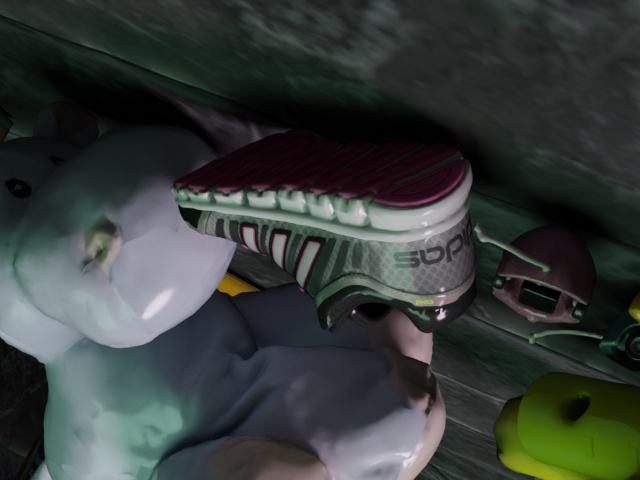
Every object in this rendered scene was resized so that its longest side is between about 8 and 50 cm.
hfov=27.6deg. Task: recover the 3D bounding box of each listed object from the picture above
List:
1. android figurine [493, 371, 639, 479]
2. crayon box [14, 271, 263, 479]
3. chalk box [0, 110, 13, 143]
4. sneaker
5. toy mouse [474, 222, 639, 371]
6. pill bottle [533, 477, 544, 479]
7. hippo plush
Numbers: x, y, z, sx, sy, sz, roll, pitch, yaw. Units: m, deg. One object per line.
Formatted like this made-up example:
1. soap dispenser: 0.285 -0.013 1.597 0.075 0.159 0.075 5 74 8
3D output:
1. android figurine: 0.204 0.131 0.583 0.248 0.056 0.273 38 165 -30
2. crayon box: -0.183 0.176 1.152 0.106 0.313 0.363 26 169 -14
3. chalk box: -0.290 -0.063 0.800 0.213 0.132 0.132 22 167 19
4. sneaker: 0.000 0.000 0.535 0.170 0.063 0.075 8 123 48
5. toy mouse: 0.120 0.027 0.518 0.161 0.031 0.143 25 169 -11
6. pill bottle: 0.243 0.202 0.807 0.221 0.121 0.121 29 169 -9
7. hippo plush: -0.086 0.031 0.717 0.294 0.234 0.237 -6 118 43
